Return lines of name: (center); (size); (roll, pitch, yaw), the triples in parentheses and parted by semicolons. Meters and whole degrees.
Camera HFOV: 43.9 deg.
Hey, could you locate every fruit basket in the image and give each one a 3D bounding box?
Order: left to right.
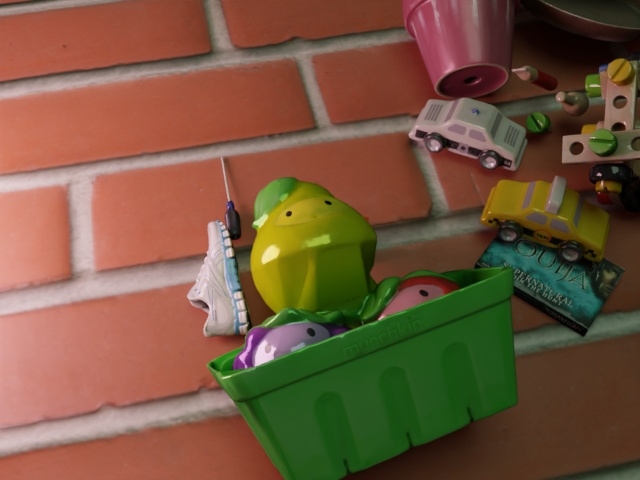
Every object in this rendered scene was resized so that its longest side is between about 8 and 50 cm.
fruit basket: (0.027, 0.078, 1.006); (0.392, 0.283, 0.391); (1, 86, -12)

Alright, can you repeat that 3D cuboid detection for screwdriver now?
screwdriver: (-0.146, -0.073, 1.256); (0.024, 0.025, 0.169); (-9, 59, -7)

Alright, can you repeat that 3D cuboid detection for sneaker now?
sneaker: (-0.156, 0.055, 1.150); (0.083, 0.071, 0.190); (-14, 58, -3)

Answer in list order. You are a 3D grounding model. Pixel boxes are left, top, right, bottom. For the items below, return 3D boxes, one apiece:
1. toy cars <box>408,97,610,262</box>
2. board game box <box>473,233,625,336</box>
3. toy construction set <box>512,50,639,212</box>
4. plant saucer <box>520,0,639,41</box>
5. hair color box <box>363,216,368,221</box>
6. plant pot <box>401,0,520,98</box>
toy cars: (0.294, -0.118, 1.234); (0.177, 0.087, 0.393); (-19, 53, -21)
board game box: (0.341, 0.044, 1.189); (0.186, 0.026, 0.126); (32, 63, 18)
toy construction set: (0.415, -0.190, 1.180); (0.309, 0.257, 0.237); (32, 18, 35)
plant saucer: (0.477, -0.438, 1.441); (0.311, 0.050, 0.310); (8, 39, -7)
hair color box: (0.000, 0.000, 1.184); (0.141, 0.072, 0.043); (2, 57, -1)
plant pot: (0.246, -0.349, 1.352); (0.201, 0.201, 0.180); (-4, 73, -4)
